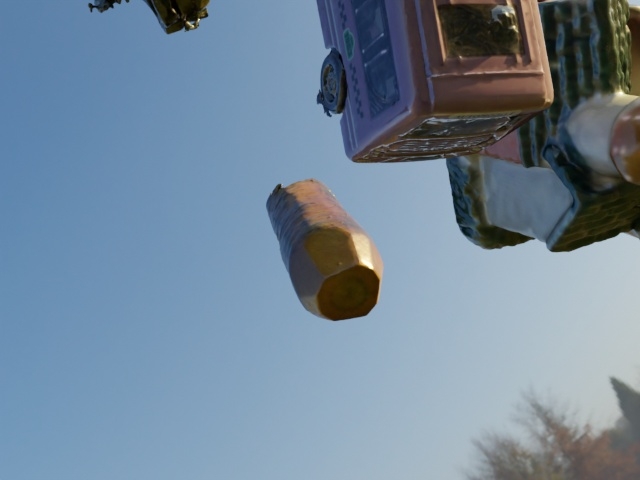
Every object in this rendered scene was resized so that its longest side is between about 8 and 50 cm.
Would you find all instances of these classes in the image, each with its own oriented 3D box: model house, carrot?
[{"bbox_3d":[0.234,-0.101,0.624,0.190,0.301,0.271,-14,-71,-12],"label":"model house"},{"bbox_3d":[0.000,0.000,1.000,0.114,0.302,0.114,-5,-65,-12],"label":"carrot"}]

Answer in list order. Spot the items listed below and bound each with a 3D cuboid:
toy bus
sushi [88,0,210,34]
[{"bbox_3d":[0.049,-0.146,0.403,0.096,0.198,0.108,-7,-6,-19],"label":"toy bus"},{"bbox_3d":[-0.229,-0.338,0.853,0.131,0.291,0.139,-29,-38,-18],"label":"sushi"}]
